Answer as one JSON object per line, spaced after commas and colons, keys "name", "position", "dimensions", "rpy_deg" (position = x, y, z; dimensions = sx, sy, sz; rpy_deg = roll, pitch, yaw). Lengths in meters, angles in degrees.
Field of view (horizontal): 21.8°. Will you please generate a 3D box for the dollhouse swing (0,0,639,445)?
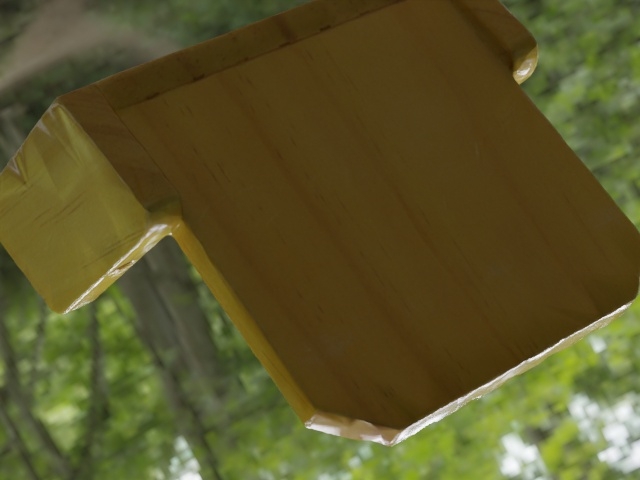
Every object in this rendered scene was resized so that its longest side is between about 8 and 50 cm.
{"name": "dollhouse swing", "position": [0.000, 0.000, 1.217], "dimensions": [0.347, 0.305, 0.315], "rpy_deg": [-26, 174, -31]}
